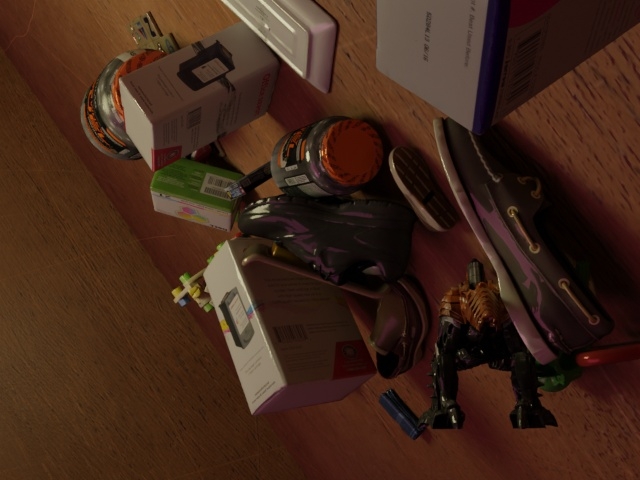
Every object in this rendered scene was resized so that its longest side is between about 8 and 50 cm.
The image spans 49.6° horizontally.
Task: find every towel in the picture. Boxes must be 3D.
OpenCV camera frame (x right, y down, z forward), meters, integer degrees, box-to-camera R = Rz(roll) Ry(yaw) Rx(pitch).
[{"bbox_3d":[0.181,0.388,1.548,0.119,0.029,0.067,46,157,20],"label":"towel"}]

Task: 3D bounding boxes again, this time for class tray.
[{"bbox_3d":[-0.078,-0.340,1.025,0.270,0.030,0.145,47,158,20],"label":"tray"}]

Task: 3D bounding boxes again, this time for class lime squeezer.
[{"bbox_3d":[0.308,0.134,0.905,0.310,0.059,0.109,103,161,-63],"label":"lime squeezer"}]

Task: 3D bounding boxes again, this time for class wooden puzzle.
[{"bbox_3d":[-0.011,0.041,1.178,0.239,0.044,0.221,14,-177,-6],"label":"wooden puzzle"}]

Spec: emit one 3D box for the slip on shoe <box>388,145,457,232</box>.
[{"bbox_3d":[0.135,-0.068,0.954,0.135,0.051,0.041,50,157,-9],"label":"slip on shoe"}]

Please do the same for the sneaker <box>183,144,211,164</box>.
[{"bbox_3d":[-0.301,-0.206,1.607,0.075,0.063,0.170,49,163,-1],"label":"sneaker"}]

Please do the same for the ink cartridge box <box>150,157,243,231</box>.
[{"bbox_3d":[-0.285,-0.083,1.626,0.189,0.097,0.255,16,156,-2],"label":"ink cartridge box"}]

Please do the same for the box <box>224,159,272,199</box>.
[{"bbox_3d":[-0.099,-0.121,1.239,0.027,0.137,0.094,59,159,-9],"label":"box"}]

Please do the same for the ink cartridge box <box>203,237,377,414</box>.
[{"bbox_3d":[-0.061,0.153,1.307,0.131,0.226,0.306,-50,53,37],"label":"ink cartridge box"}]

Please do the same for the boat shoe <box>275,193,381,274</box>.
[{"bbox_3d":[0.014,-0.039,1.175,0.303,0.114,0.091,19,139,37],"label":"boat shoe"}]

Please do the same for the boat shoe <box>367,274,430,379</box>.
[{"bbox_3d":[0.133,0.167,1.232,0.095,0.095,0.257,38,153,37],"label":"boat shoe"}]

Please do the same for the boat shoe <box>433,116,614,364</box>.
[{"bbox_3d":[0.222,-0.017,0.779,0.109,0.091,0.304,-1,-115,-65],"label":"boat shoe"}]

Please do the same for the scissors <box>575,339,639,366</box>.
[{"bbox_3d":[0.390,0.094,0.674,0.297,0.109,0.021,-22,73,46],"label":"scissors"}]

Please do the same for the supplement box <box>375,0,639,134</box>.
[{"bbox_3d":[0.154,-0.192,0.496,0.114,0.220,0.111,42,155,32],"label":"supplement box"}]

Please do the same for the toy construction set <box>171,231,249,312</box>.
[{"bbox_3d":[-0.259,0.094,1.781,0.151,0.215,0.328,58,158,-9],"label":"toy construction set"}]

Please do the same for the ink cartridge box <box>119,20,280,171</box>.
[{"bbox_3d":[-0.200,-0.237,1.148,0.100,0.237,0.172,55,159,9],"label":"ink cartridge box"}]

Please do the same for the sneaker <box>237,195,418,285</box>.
[{"bbox_3d":[0.000,0.000,1.032,0.286,0.109,0.130,4,88,26],"label":"sneaker"}]

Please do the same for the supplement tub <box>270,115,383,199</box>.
[{"bbox_3d":[0.009,-0.122,1.043,0.117,0.117,0.190,60,157,-12],"label":"supplement tub"}]

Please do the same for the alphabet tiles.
[{"bbox_3d":[-0.328,-0.342,1.571,0.285,0.011,0.342,11,132,60],"label":"alphabet tiles"}]

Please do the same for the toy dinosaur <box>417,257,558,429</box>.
[{"bbox_3d":[0.192,0.124,0.868,0.164,0.218,0.322,-8,165,30],"label":"toy dinosaur"}]

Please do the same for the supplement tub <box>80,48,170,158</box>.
[{"bbox_3d":[-0.383,-0.284,1.472,0.207,0.207,0.338,61,157,-14],"label":"supplement tub"}]
